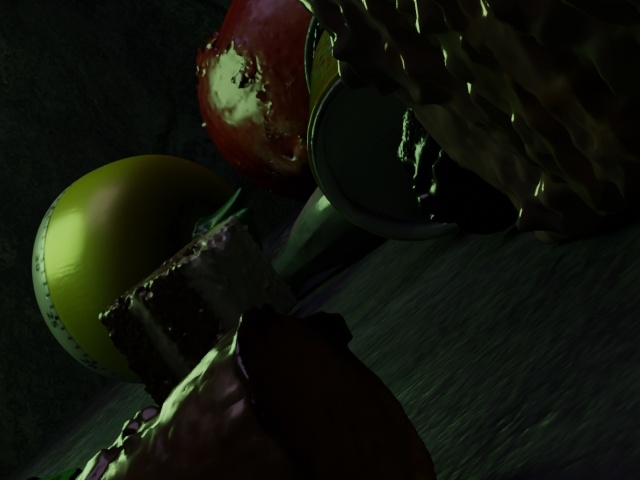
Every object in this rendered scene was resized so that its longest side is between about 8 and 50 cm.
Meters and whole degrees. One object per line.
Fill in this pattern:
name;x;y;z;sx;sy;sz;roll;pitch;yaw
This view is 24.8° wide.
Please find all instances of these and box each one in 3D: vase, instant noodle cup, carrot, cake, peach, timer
vase;0.000;0.000;1.509;0.086;0.086;0.214;-44;0;-44
instant noodle cup;0.076;-0.108;1.147;0.215;0.215;0.236;-39;13;21
carrot;-0.078;0.136;0.521;0.263;0.102;0.102;-43;3;16
cake;0.131;-0.190;0.655;0.293;0.314;0.307;-39;-6;-10
cake;-0.116;0.072;1.451;0.147;0.134;0.135;-29;8;25
peach;0.029;-0.216;1.737;0.370;0.370;0.370;-41;3;3
timer;-0.164;0.019;1.639;0.285;0.285;0.285;-41;3;3

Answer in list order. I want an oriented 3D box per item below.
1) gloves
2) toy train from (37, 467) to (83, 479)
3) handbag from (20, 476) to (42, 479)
gloves;0.096;-0.104;0.932;0.106;0.181;0.129;0;-44;-28
toy train;-0.242;0.251;0.982;0.119;0.085;0.251;-21;16;29
handbag;-0.295;0.273;1.427;0.115;0.072;0.139;-41;-10;31
